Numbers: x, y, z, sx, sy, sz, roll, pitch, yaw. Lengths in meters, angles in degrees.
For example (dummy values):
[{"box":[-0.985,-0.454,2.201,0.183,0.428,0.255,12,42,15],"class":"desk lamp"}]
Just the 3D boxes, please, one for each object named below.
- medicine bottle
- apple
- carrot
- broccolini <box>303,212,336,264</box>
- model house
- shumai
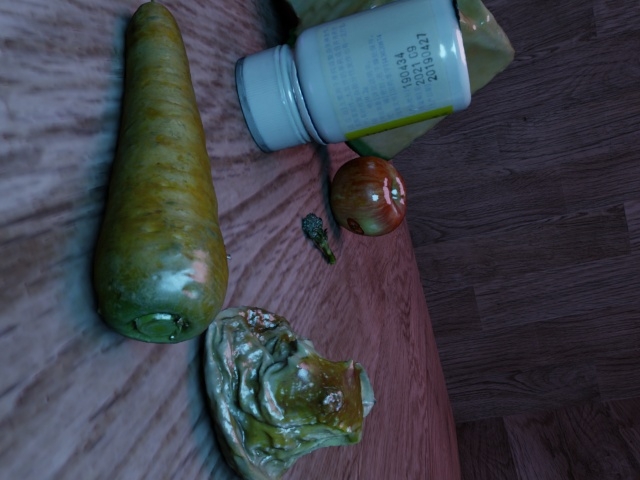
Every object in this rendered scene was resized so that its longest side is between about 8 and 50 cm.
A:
[{"box":[0.039,-0.195,0.703,0.143,0.258,0.144,-11,90,-78],"class":"medicine bottle"},{"box":[0.084,-0.081,1.070,0.146,0.130,0.147,11,77,-58],"class":"apple"},{"box":[-0.107,-0.076,0.394,0.078,0.078,0.298,57,20,-58],"class":"carrot"},{"box":[0.000,0.000,0.891,0.035,0.030,0.140,43,-8,26],"class":"broccolini"},{"box":[0.075,-0.391,1.014,0.382,0.334,0.343,16,42,-57],"class":"model house"},{"box":[-0.019,0.119,0.458,0.145,0.116,0.146,-14,90,-79],"class":"shumai"}]
